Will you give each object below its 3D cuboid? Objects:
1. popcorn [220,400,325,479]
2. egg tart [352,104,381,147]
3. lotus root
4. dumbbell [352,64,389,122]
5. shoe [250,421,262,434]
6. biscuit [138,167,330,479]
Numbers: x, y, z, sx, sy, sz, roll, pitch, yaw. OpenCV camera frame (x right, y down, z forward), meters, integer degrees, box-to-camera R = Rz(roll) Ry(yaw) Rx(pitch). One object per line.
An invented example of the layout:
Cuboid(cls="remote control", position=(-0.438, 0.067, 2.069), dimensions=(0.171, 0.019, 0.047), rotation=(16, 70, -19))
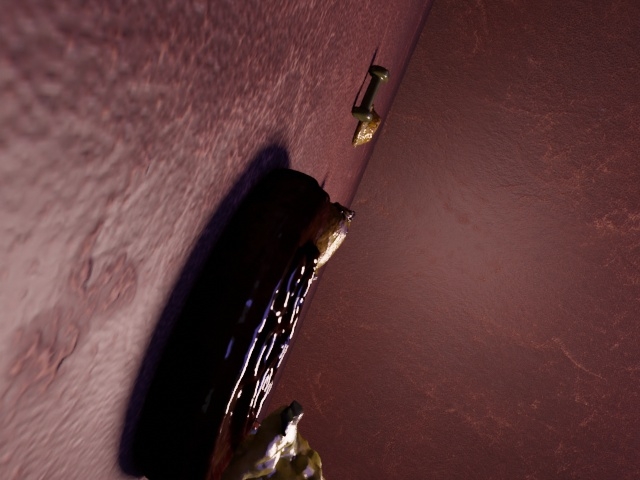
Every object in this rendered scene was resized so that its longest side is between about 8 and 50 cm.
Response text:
Cuboid(cls="popcorn", position=(-0.115, 0.422, 0.782), dimensions=(0.293, 0.236, 0.293), rotation=(-11, 90, -71))
Cuboid(cls="egg tart", position=(0.128, -0.306, 1.399), dimensions=(0.129, 0.049, 0.129), rotation=(25, 90, -86))
Cuboid(cls="lotus root", position=(0.000, 0.000, 1.157), dimensions=(0.191, 0.094, 0.108), rotation=(-59, 155, 4))
Cuboid(cls="dumbbell", position=(0.107, -0.312, 1.093), dimensions=(0.052, 0.046, 0.118), rotation=(20, 93, -81))
Cuboid(cls="shoe", position=(-0.215, 0.602, 1.545), dimensions=(0.228, 0.099, 0.126), rotation=(102, 14, -49))
Cuboid(cls="biscuit", position=(-0.082, 0.111, 0.644), dimensions=(0.407, 0.091, 0.408), rotation=(23, 90, -85))
